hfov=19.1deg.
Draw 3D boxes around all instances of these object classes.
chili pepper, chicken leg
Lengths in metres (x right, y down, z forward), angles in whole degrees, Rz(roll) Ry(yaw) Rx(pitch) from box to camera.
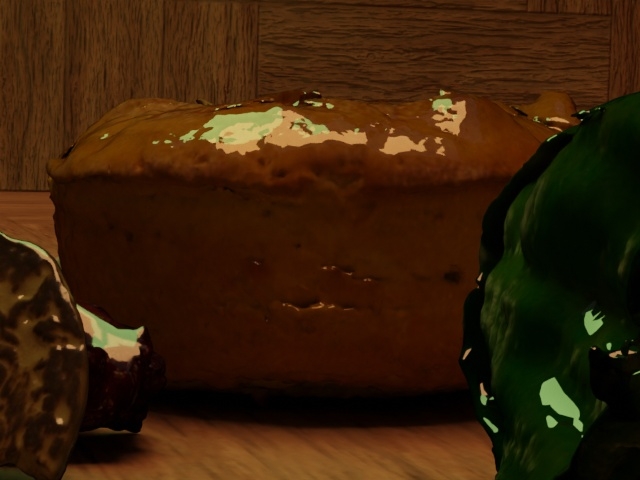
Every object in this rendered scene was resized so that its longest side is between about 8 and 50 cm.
[{"bbox_3d":[0.155,0.045,0.779,0.167,0.213,0.385,14,-1,-1],"label":"chili pepper"},{"bbox_3d":[-0.267,0.059,1.097,0.407,0.096,0.158,2,-1,35],"label":"chicken leg"}]

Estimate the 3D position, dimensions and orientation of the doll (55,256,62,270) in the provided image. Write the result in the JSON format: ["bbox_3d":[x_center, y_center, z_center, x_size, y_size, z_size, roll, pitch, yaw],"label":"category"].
[{"bbox_3d":[-0.195,-0.004,1.821,0.113,0.071,0.135,-20,-10,-30],"label":"doll"}]

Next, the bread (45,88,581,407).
[{"bbox_3d":[0.003,0.000,1.250,0.358,0.204,0.337,-2,8,-4],"label":"bread"}]

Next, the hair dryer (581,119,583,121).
[{"bbox_3d":[0.072,0.019,1.436,0.357,0.173,0.107,-13,6,-14],"label":"hair dryer"}]

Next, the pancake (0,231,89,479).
[{"bbox_3d":[-0.202,0.073,0.967,0.190,0.184,0.020,42,-8,30],"label":"pancake"}]
